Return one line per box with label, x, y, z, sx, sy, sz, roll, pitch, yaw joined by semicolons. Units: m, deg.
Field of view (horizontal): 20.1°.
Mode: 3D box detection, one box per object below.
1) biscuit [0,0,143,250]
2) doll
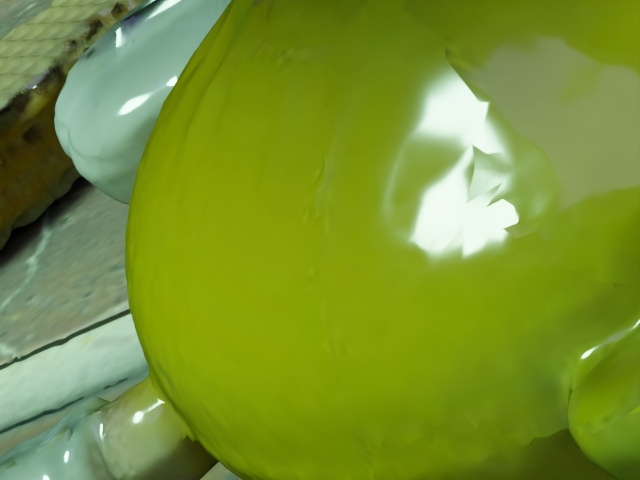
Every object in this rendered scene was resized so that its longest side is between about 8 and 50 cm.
biscuit;-0.121;-0.076;0.858;0.094;0.054;0.379;6;44;50
doll;0.013;-0.023;0.549;0.348;0.161;0.423;-29;23;31
